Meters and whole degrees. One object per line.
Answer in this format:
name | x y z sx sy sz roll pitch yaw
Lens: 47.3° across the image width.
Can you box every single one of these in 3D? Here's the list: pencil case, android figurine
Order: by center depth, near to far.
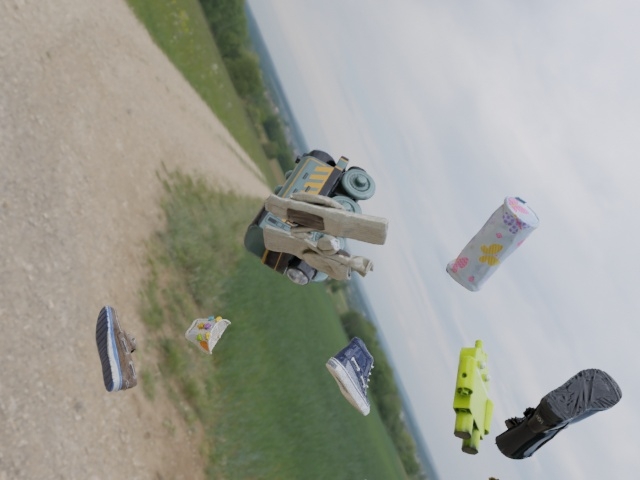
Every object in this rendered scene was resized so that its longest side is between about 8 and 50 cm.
android figurine | 0.381 0.379 1.814 0.248 0.056 0.273 62 36 -41
pencil case | 0.451 0.011 1.919 0.113 0.273 0.124 35 31 -2

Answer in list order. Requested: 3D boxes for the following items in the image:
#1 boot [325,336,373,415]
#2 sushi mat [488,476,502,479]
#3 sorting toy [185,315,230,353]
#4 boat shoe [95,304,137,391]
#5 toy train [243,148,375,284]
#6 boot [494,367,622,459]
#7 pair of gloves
boot | 0.082 0.282 1.500 0.069 0.086 0.190 34 -22 42
sushi mat | 0.512 0.709 1.834 0.019 0.151 0.316 -53 138 -39
sorting toy | -0.243 0.187 1.526 0.083 0.075 0.045 -60 140 -35
boat shoe | -0.413 0.220 1.490 0.066 0.066 0.183 6 60 -38
toy train | -0.017 -0.060 1.529 0.190 0.334 0.142 29 -36 1
boot | 0.515 0.382 1.602 0.094 0.246 0.207 60 -39 25
pair of gloves | 0.000 0.000 1.215 0.240 0.204 0.042 106 4 -65
